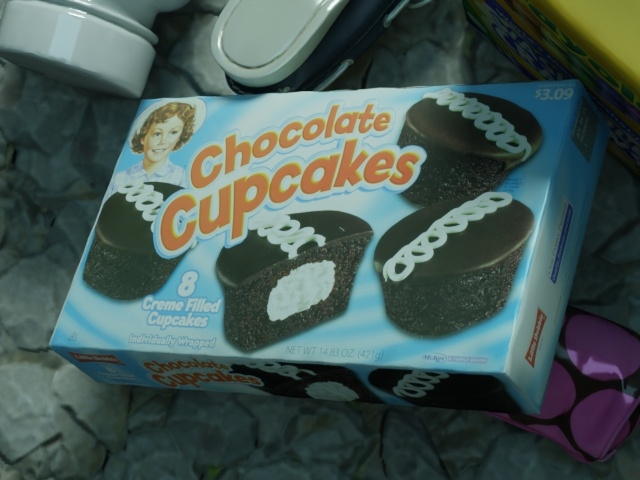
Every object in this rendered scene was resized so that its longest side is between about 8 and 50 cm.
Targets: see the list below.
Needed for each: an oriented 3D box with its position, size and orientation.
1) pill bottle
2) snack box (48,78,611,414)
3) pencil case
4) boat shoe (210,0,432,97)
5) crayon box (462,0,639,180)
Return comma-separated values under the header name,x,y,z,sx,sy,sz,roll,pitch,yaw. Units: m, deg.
name,x,y,z,sx,sy,sz,roll,pitch,yaw
pill bottle,-0.134,-0.218,1.111,0.131,0.131,0.229,16,86,9
snack box,0.000,0.000,1.011,0.321,0.060,0.187,0,61,33
pencil case,0.107,0.072,1.063,0.209,0.095,0.098,21,93,8
boat shoe,0.034,-0.184,1.108,0.095,0.079,0.254,34,80,26
crayon box,0.172,-0.124,0.959,0.203,0.323,0.083,44,91,11
